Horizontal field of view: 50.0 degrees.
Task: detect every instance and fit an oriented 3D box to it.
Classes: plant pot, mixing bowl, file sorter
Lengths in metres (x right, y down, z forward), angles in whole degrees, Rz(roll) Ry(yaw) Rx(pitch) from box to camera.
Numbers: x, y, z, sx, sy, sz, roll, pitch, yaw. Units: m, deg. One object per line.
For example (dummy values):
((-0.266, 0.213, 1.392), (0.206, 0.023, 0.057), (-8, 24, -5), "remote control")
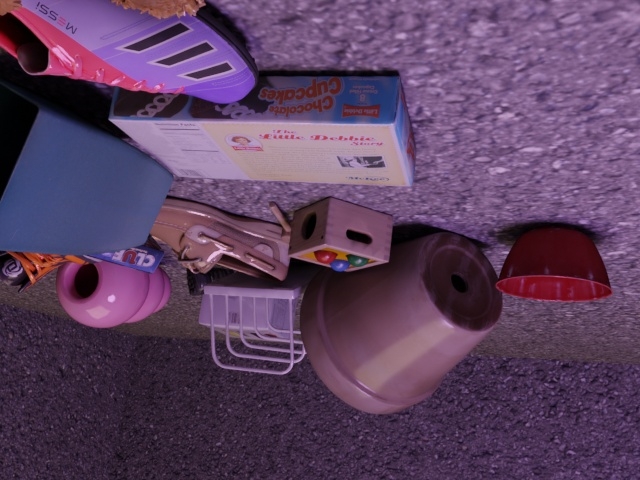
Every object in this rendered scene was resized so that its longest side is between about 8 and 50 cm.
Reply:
((-0.313, -0.076, 0.842), (0.165, 0.165, 0.234), (30, -173, 35), "plant pot")
((0.381, 0.035, 1.123), (0.182, 0.098, 0.181), (6, 164, 2), "mixing bowl")
((0.166, 0.127, 1.259), (0.323, 0.323, 0.280), (15, 147, -26), "plant pot")
((-0.090, 0.151, 1.453), (0.193, 0.173, 0.278), (2, -170, 21), "file sorter")

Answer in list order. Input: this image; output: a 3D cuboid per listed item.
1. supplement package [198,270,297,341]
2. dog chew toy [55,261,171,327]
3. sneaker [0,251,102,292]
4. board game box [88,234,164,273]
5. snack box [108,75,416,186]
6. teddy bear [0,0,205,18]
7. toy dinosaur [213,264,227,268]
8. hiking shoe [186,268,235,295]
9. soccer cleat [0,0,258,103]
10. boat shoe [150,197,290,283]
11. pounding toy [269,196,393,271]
((-0.185, 0.176, 1.821), (0.194, 0.149, 0.203), (3, 163, 17), "supplement package")
((-0.470, 0.106, 1.633), (0.207, 0.206, 0.332), (3, 173, 16), "dog chew toy")
((-0.485, 0.026, 1.212), (0.180, 0.124, 0.321), (-34, -171, -12), "sneaker")
((-0.362, -0.041, 1.066), (0.165, 0.042, 0.243), (21, -167, -41), "board game box")
((-0.057, -0.126, 0.808), (0.322, 0.060, 0.187), (4, 166, 14), "snack box")
((-0.110, -0.232, 0.401), (0.338, 0.113, 0.245), (-10, 165, 29), "teddy bear")
((-0.210, 0.041, 1.511), (0.118, 0.064, 0.268), (-1, 167, 6), "toy dinosaur")
((-0.259, 0.078, 1.626), (0.114, 0.086, 0.227), (-6, -174, -12), "hiking shoe")
((-0.189, -0.173, 0.588), (0.109, 0.116, 0.318), (-7, 159, 42), "soccer cleat")
((-0.212, 0.003, 1.264), (0.341, 0.110, 0.122), (12, 164, -18), "boat shoe")
((-0.011, -0.001, 1.185), (0.181, 0.094, 0.206), (15, 163, -28), "pounding toy")
